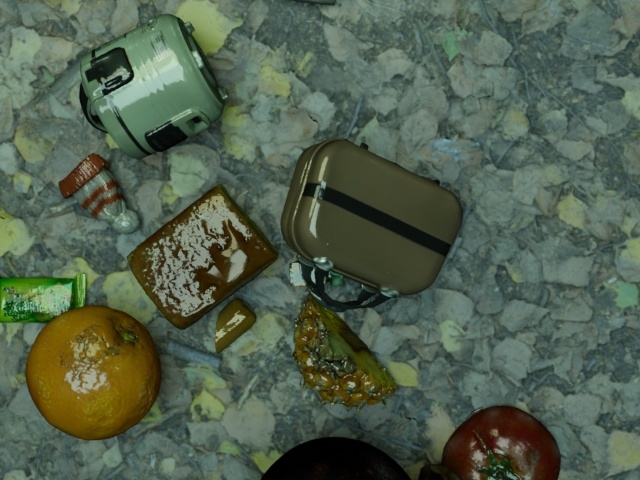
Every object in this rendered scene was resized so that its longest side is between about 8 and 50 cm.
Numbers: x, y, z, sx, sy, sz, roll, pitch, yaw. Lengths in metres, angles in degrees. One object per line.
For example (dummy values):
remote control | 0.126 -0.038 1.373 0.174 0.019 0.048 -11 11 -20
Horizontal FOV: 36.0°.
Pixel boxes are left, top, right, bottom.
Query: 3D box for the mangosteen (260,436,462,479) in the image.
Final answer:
mangosteen | 0.070 0.539 1.722 0.435 0.382 0.382 7 95 -4

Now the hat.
hat | -0.402 -0.076 1.844 0.112 0.093 0.162 -32 98 32

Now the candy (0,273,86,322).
candy | -0.539 0.114 1.896 0.178 0.032 0.102 1 94 4

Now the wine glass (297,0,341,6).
wine glass | -0.087 -0.474 1.798 0.262 0.074 0.074 11 95 3

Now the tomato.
tomato | 0.337 0.423 1.828 0.225 0.085 0.225 0 98 4

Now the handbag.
handbag | 0.075 -0.008 1.721 0.302 0.149 0.283 25 85 -23

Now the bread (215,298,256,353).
bread | -0.174 0.160 1.863 0.103 0.049 0.062 -40 90 5

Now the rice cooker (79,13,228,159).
rice cooker | -0.305 -0.268 1.753 0.244 0.226 0.226 -23 92 6

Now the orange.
orange | -0.413 0.240 1.795 0.246 0.246 0.246 0 95 5

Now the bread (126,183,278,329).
bread | -0.220 0.033 1.825 0.234 0.110 0.184 -39 90 7

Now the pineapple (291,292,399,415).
pineapple | 0.012 0.237 1.803 0.140 0.164 0.250 -42 94 14

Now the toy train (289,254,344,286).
toy train | 0.000 0.000 1.826 0.118 0.074 0.176 -2 97 8
